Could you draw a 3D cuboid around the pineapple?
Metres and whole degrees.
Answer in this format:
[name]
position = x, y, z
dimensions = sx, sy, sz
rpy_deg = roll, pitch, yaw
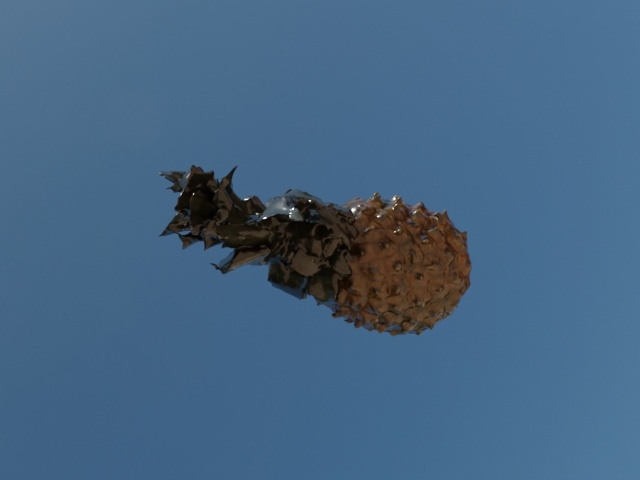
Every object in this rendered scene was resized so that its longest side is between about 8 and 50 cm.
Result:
[pineapple]
position = 0.000, 0.000, 0.633
dimensions = 0.251, 0.125, 0.125
rpy_deg = 19, -90, -34
